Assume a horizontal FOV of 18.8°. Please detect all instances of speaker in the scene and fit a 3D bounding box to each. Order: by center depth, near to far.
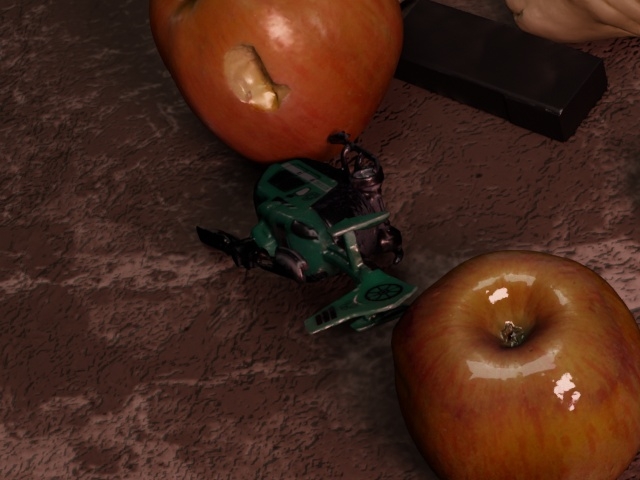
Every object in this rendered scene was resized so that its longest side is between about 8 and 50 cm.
[{"bbox_3d":[0.167,-0.168,1.885,0.218,0.044,0.082,23,63,33],"label":"speaker"}]

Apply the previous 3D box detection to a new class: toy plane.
[{"bbox_3d":[0.000,0.000,1.702,0.155,0.106,0.382,-22,23,-14],"label":"toy plane"}]

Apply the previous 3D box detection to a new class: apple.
[{"bbox_3d":[0.164,0.115,1.566,0.211,0.188,0.211,-7,54,10],"label":"apple"},{"bbox_3d":[-0.052,-0.202,1.849,0.242,0.241,0.242,-25,48,31],"label":"apple"}]

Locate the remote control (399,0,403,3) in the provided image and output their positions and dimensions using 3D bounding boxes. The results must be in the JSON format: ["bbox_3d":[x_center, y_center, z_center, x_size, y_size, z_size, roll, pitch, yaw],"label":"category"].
[{"bbox_3d":[0.042,-0.356,2.074,0.103,0.055,0.277,-34,48,-9],"label":"remote control"}]

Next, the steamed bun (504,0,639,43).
[{"bbox_3d":[0.300,-0.342,1.874,0.289,0.203,0.276,-15,50,8],"label":"steamed bun"}]
